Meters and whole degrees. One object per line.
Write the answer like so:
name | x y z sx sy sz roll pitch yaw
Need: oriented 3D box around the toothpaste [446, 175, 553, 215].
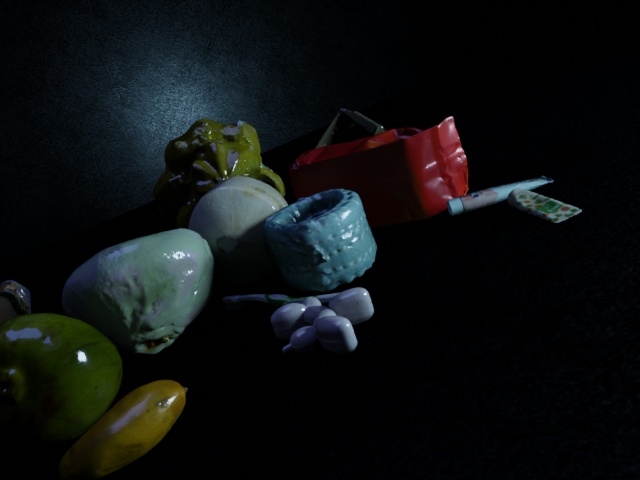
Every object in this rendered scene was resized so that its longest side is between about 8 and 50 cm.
toothpaste | 0.357 -0.093 1.249 0.205 0.036 0.056 -17 15 1

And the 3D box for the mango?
mango | -0.258 0.252 0.825 0.190 0.075 0.098 -33 4 -23

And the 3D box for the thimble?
thimble | 0.000 0.000 1.193 0.198 0.143 0.235 -20 16 6

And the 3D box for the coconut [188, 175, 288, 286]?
coconut | -0.170 -0.018 1.336 0.241 0.241 0.241 -19 16 6

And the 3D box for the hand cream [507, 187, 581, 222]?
hand cream | 0.392 -0.063 1.122 0.057 0.037 0.165 -25 23 -11

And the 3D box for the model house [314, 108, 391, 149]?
model house | 0.129 -0.220 1.728 0.204 0.211 0.243 36 12 23

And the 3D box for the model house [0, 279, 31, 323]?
model house | -0.697 0.189 1.372 0.166 0.183 0.172 -23 17 -8

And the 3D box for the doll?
doll | -0.004 0.123 0.953 0.160 0.059 0.161 -12 19 24

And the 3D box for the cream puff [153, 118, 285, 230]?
cream puff | -0.274 -0.139 1.602 0.378 0.378 0.275 -16 -5 16

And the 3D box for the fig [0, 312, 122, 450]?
fig | -0.407 0.208 0.953 0.203 0.203 0.225 -17 -4 12

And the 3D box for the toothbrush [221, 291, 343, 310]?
toothbrush | -0.070 0.107 1.135 0.304 0.030 0.030 -8 21 37

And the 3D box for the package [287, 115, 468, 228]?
package | 0.112 -0.132 1.386 0.424 0.196 0.123 -8 25 35

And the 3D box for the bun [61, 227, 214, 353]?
bun | -0.318 0.112 1.162 0.293 0.187 0.293 -27 -11 -6
